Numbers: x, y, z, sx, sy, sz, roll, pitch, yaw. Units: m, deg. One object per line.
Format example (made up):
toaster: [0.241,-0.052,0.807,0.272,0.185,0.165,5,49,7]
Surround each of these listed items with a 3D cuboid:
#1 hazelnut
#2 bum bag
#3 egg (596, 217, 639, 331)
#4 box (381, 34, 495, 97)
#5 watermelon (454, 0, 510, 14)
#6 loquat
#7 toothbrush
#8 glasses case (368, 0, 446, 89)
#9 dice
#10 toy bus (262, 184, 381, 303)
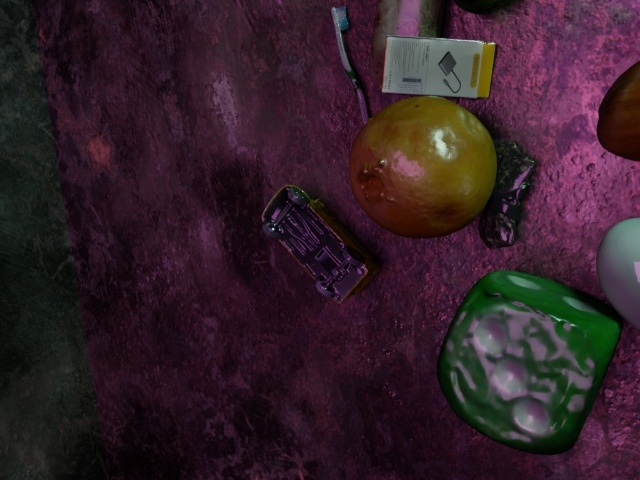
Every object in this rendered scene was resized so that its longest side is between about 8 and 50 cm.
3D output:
hazelnut: [0.638,-0.242,1.204,0.186,0.210,0.210,18,110,7]
bum bag: [0.417,-0.097,1.437,0.102,0.069,0.248,-139,52,-65]
egg: [0.649,0.080,1.236,0.183,0.183,0.264,-31,86,35]
box: [0.265,-0.394,1.450,0.247,0.033,0.129,4,106,-1]
watermelon: [0.368,-0.562,1.351,0.187,0.141,0.140,-10,92,29]
loquat: [0.224,-0.160,1.407,0.328,0.328,0.328,7,102,34]
toothbrush: [0.087,-0.395,1.634,0.040,0.042,0.417,-12,90,4]
glasses case: [0.211,-0.557,1.483,0.157,0.098,0.425,14,106,21]
dice: [0.442,0.242,1.345,0.300,0.287,0.297,23,111,29]
toy bus: [0.000,0.000,1.698,0.330,0.152,0.144,48,116,17]
